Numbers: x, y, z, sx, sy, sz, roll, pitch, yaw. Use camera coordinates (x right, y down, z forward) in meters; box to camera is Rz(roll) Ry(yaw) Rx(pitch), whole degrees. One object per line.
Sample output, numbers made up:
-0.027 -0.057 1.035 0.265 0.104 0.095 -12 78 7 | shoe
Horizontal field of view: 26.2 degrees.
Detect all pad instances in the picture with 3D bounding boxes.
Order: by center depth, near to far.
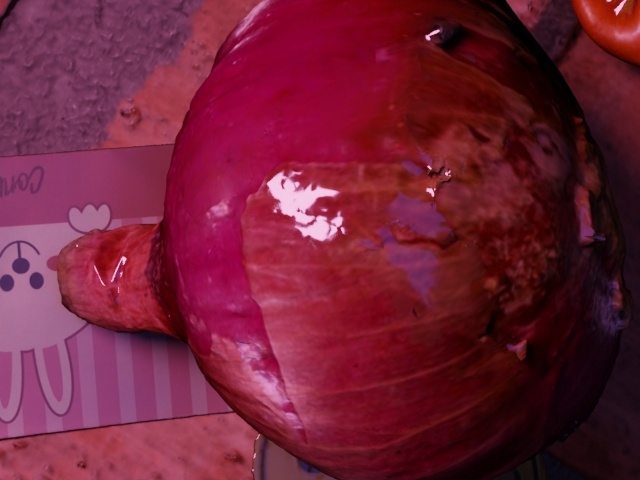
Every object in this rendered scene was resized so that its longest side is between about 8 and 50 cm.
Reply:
-0.209 0.038 0.965 0.299 0.005 0.202 -5 88 -15 | pad

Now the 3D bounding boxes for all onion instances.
0.000 0.000 0.893 0.385 0.348 0.348 -10 90 21 | onion

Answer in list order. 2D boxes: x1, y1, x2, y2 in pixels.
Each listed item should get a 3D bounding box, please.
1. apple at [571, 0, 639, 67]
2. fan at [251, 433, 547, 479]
0.262 -0.204 1.021 0.139 0.163 0.163 -31 95 -21 | apple
0.088 0.145 1.035 0.229 0.011 0.335 41 80 -9 | fan
